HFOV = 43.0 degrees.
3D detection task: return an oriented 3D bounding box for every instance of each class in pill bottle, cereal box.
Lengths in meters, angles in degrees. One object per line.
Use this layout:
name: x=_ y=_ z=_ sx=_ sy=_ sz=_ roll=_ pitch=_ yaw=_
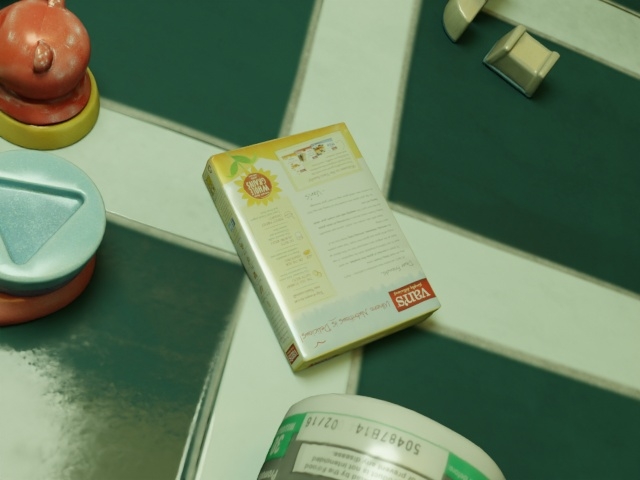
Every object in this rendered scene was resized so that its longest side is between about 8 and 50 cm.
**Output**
pill bottle: x=0.003 y=0.318 z=0.611 sx=0.204 sy=0.204 sz=0.361 roll=28 pitch=57 yaw=-6
cereal box: x=0.000 y=0.000 z=0.862 sx=0.173 sy=0.047 sz=0.240 roll=-17 pitch=72 yaw=-27

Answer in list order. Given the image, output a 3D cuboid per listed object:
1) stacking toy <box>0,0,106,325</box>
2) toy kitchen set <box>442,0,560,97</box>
stacking toy: x=-0.331 y=-0.088 z=0.731 sx=0.280 sy=0.130 sz=0.309 roll=0 pitch=64 yaw=-22
toy kitchen set: x=0.275 y=-0.320 z=1.112 sx=0.166 sy=0.122 sz=0.207 roll=37 pitch=78 yaw=-1
